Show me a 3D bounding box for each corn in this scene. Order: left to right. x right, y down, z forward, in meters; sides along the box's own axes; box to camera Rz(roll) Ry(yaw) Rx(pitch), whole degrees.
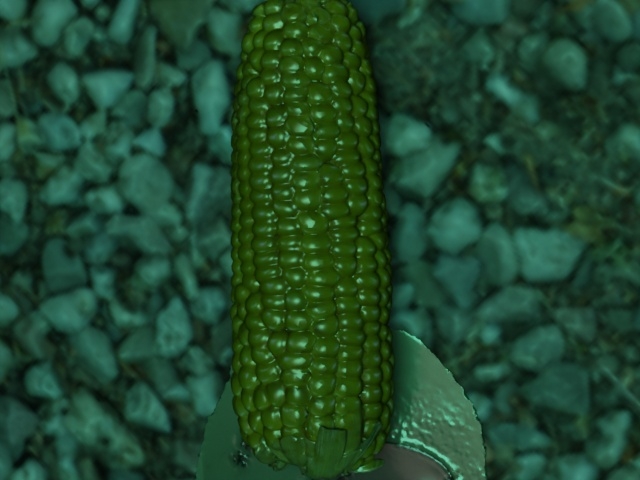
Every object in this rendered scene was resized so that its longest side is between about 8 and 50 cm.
[{"bbox_3d":[-0.005,0.000,0.687,0.091,0.091,0.260,0,92,13],"label":"corn"}]

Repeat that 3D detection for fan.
[{"bbox_3d":[0.072,0.163,0.727,0.310,0.010,0.182,26,101,10],"label":"fan"}]
